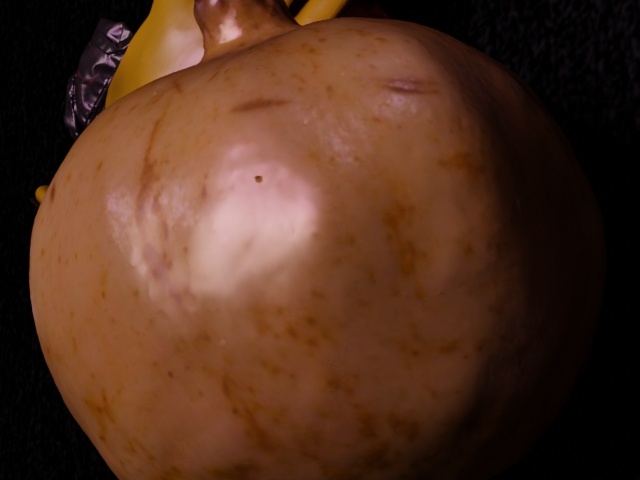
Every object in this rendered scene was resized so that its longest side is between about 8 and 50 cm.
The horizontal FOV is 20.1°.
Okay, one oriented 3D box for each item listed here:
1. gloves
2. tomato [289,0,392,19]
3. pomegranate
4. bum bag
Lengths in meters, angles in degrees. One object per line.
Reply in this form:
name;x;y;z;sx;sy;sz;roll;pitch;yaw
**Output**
gloves;-0.070;-0.122;1.225;0.133;0.116;0.294;31;91;11
tomato;-0.028;-0.078;1.282;0.225;0.085;0.225;-10;74;41
pomegranate;0.000;0.000;1.044;0.342;0.342;0.342;-18;67;50
bum bag;-0.195;-0.139;1.585;0.058;0.034;0.124;53;123;34
